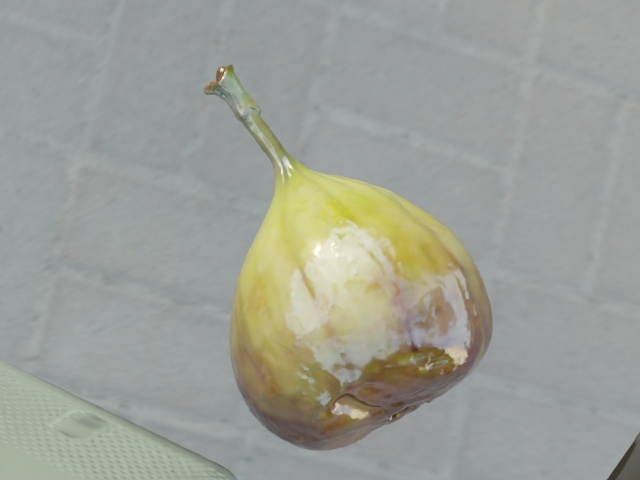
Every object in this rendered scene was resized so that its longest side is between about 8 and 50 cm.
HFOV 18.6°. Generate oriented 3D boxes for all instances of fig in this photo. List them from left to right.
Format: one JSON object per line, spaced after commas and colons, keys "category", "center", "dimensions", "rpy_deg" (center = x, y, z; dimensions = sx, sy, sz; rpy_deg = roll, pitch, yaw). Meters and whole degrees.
{"category": "fig", "center": [0.000, 0.011, 1.143], "dimensions": [0.160, 0.143, 0.230], "rpy_deg": [-24, 110, 19]}

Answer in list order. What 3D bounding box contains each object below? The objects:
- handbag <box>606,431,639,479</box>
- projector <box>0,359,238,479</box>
{"category": "handbag", "center": [0.287, 0.095, 0.871], "dimensions": [0.285, 0.257, 0.113], "rpy_deg": [-46, 138, -31]}
{"category": "projector", "center": [-0.137, 0.154, 0.659], "dimensions": [0.163, 0.242, 0.177], "rpy_deg": [25, 101, 9]}
